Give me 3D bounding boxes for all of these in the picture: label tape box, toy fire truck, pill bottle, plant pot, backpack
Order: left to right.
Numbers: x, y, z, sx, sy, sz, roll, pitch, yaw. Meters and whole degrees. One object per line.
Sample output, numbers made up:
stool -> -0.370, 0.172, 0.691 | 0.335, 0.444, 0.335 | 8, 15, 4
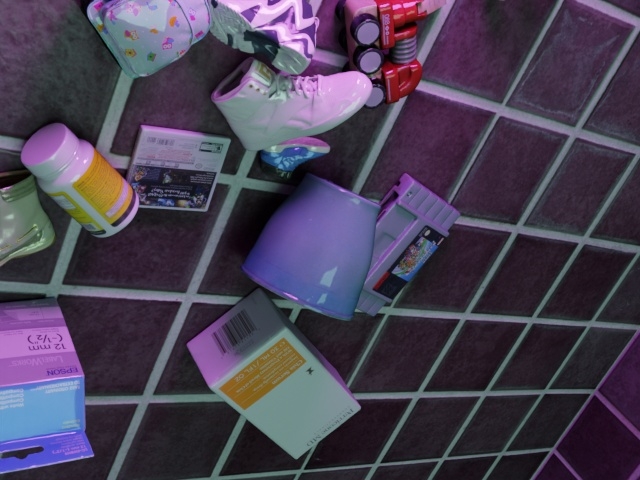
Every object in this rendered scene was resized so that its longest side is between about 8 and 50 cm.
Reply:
label tape box -> -0.581, 0.262, 1.514 | 0.249, 0.348, 0.115 | -3, 125, -32
pill bottle -> -0.436, -0.109, 1.479 | 0.119, 0.119, 0.208 | -38, 136, -2
backpack -> -0.279, -0.377, 1.351 | 0.188, 0.144, 0.166 | -35, 132, -7
plant pot -> 0.000, 0.000, 1.770 | 0.271, 0.271, 0.255 | 21, 95, -42
toy fire truck -> 0.164, -0.409, 1.634 | 0.246, 0.158, 0.217 | -16, 132, -8

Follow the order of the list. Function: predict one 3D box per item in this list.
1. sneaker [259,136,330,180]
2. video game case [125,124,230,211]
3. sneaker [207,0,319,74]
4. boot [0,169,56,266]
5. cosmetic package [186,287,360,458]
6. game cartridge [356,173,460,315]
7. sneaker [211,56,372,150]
sneaker -> -0.056, -0.171, 1.719 | 0.152, 0.058, 0.084 | -4, 120, -26
video game case -> -0.290, -0.140, 1.620 | 0.190, 0.022, 0.173 | 2, 122, -36
sneaker -> -0.104, -0.420, 1.481 | 0.235, 0.153, 0.094 | 25, 148, -6
boot -> -0.599, -0.031, 1.464 | 0.213, 0.077, 0.165 | -24, 135, -22
cosmetic package -> -0.105, 0.343, 2.028 | 0.230, 0.161, 0.453 | -39, 137, -1
game cartridge -> 0.174, 0.022, 2.031 | 0.230, 0.068, 0.355 | 29, 105, -40
sneaker -> -0.062, -0.281, 1.538 | 0.292, 0.108, 0.169 | -20, 137, 19
